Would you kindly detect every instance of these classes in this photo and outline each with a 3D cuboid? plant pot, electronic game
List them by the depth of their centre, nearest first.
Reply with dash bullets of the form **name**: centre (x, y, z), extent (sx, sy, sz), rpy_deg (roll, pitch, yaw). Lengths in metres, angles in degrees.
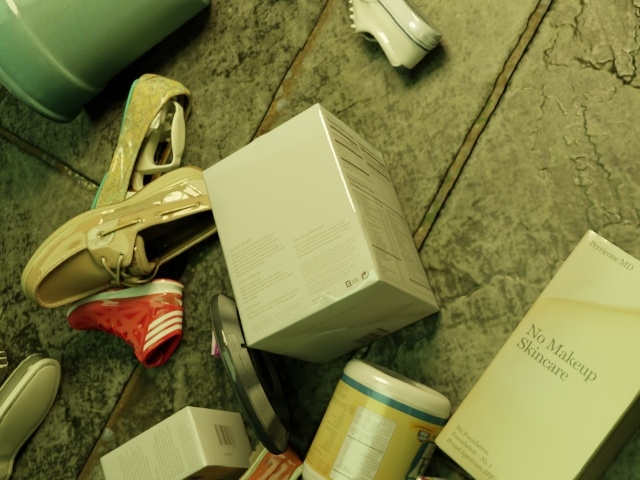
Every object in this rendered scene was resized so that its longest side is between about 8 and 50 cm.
- **electronic game**: centre (-0.094, 0.177, 1.149), extent (0.048, 0.229, 0.229), rpy_deg (-23, 63, 1)
- **plant pot**: centre (-0.391, -0.431, 1.462), extent (0.334, 0.341, 0.341), rpy_deg (-29, 63, 11)

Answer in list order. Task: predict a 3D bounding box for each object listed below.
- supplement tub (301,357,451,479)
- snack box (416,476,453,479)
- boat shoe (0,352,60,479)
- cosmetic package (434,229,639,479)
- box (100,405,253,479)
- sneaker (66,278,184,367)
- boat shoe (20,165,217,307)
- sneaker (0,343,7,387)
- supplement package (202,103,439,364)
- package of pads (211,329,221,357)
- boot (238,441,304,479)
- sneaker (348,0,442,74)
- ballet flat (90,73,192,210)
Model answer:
- **supplement tub**: centre (0.064, 0.264, 1.077), extent (0.144, 0.144, 0.200), rpy_deg (22, 88, 33)
- **snack box**: centre (0.119, 0.358, 1.042), extent (0.037, 0.100, 0.141), rpy_deg (30, 92, 34)
- **boat shoe**: centre (-0.542, 0.312, 1.437), extent (0.091, 0.109, 0.305), rpy_deg (34, 97, 28)
- **cosmetic package**: centre (0.294, 0.163, 0.993), extent (0.160, 0.113, 0.309), rpy_deg (37, 96, 33)
- **box**: centre (-0.201, 0.318, 1.223), extent (0.170, 0.130, 0.091), rpy_deg (-33, 62, 19)
- **sneaker**: centre (-0.316, 0.145, 1.370), extent (0.221, 0.087, 0.128), rpy_deg (-18, 66, 26)
- **boat shoe**: centre (-0.302, 0.010, 1.326), extent (0.341, 0.122, 0.110), rpy_deg (-33, 50, -5)
- **sneaker**: centre (-0.686, 0.236, 1.553), extent (0.330, 0.129, 0.147), rpy_deg (13, 96, 36)
- **supplement package**: centre (0.000, 0.000, 1.160), extent (0.199, 0.198, 0.263), rpy_deg (-28, 64, 21)
- **package of pads**: centre (-0.138, 0.136, 1.300), extent (0.050, 0.032, 0.083), rpy_deg (-8, 71, 31)
- **boot**: centre (-0.078, 0.356, 1.186), extent (0.084, 0.059, 0.158), rpy_deg (32, 92, 28)
- **sneaker**: centre (0.078, -0.352, 1.285), extent (0.091, 0.094, 0.258), rpy_deg (-47, 52, 23)
- **ballet flat**: centre (-0.295, -0.108, 1.423), extent (0.123, 0.123, 0.349), rpy_deg (10, 81, 32)
